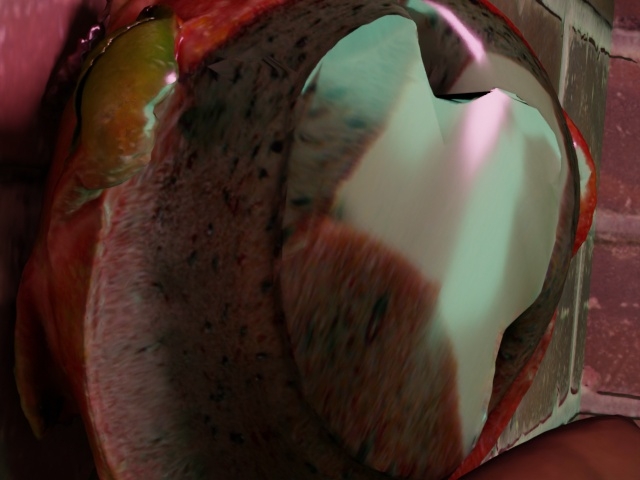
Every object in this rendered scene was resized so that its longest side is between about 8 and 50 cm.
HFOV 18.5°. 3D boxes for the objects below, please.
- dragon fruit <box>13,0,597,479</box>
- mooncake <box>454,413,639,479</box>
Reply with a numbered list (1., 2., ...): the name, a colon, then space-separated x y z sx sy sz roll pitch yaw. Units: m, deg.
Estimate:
1. dragon fruit: 0.000 0.000 0.771 0.268 0.130 0.295 15 91 -35
2. mooncake: 0.057 0.226 0.822 0.187 0.324 0.324 53 6 13
